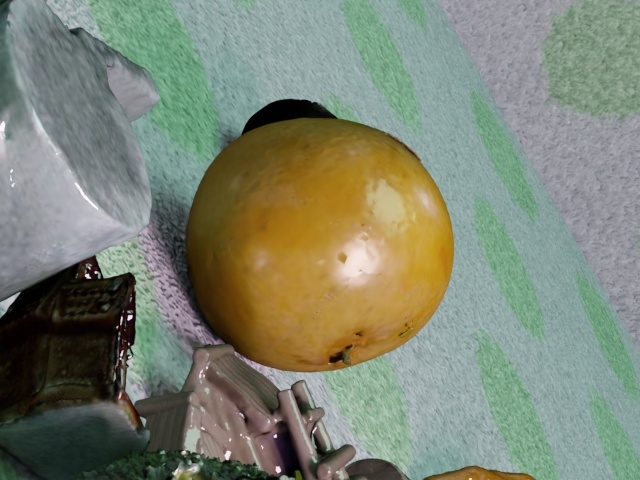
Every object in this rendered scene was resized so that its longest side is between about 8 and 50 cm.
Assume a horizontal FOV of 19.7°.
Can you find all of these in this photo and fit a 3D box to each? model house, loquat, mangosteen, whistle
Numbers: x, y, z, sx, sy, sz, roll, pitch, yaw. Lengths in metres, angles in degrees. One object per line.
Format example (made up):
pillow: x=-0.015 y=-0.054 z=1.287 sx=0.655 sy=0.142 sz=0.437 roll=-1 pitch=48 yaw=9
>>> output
model house: x=-0.066 y=0.177 z=1.547 sx=0.188 sy=0.122 sz=0.229 roll=63 pitch=19 yaw=2
loquat: x=0.000 y=0.000 z=1.754 sx=0.263 sy=0.263 sz=0.263 roll=55 pitch=19 yaw=-29
mangosteen: x=-0.032 y=-0.083 z=2.050 sx=0.137 sy=0.137 sz=0.151 roll=29 pitch=72 yaw=-62
whistle: x=-0.234 y=-0.085 z=1.348 sx=0.188 sy=0.168 sz=0.405 roll=59 pitch=13 yaw=-20
model house: x=-0.169 y=0.078 z=1.310 sx=0.106 sy=0.165 sz=0.152 roll=25 pitch=55 yaw=-39

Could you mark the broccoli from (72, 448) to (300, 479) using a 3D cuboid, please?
broccoli: x=-0.073 y=0.316 z=1.229 sx=0.252 sy=0.221 sz=0.361 roll=-16 pitch=91 yaw=-66

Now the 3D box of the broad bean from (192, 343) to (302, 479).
broad bean: x=-0.033 y=0.237 z=1.680 sx=0.318 sy=0.056 sz=0.098 roll=61 pitch=22 yaw=7

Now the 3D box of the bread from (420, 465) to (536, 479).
bread: x=0.222 y=0.342 z=2.150 sx=0.260 sy=0.134 sz=0.129 roll=41 pitch=29 yaw=-52

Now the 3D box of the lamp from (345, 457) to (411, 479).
lamp: x=0.072 y=0.302 z=1.794 sx=0.215 sy=0.121 sz=0.121 roll=63 pitch=13 yaw=-47
